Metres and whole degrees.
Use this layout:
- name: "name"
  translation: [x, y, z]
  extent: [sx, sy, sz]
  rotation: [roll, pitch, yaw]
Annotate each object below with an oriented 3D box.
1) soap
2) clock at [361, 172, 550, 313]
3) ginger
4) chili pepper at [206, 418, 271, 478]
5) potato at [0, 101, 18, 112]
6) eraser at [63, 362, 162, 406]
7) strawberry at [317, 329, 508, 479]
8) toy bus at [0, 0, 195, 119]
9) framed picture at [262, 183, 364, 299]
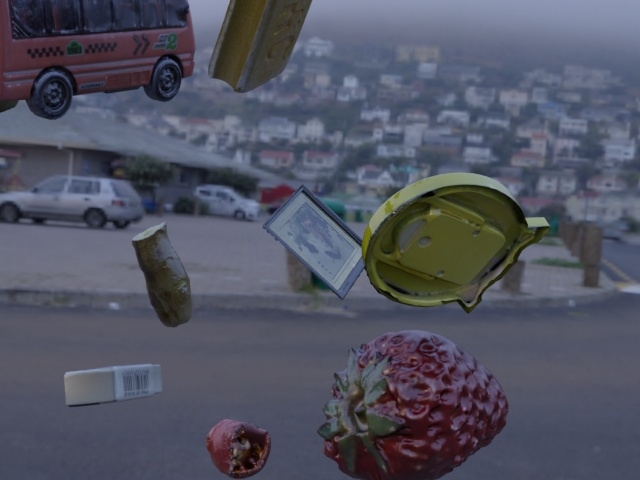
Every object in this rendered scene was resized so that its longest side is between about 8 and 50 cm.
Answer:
- name: "soap"
  translation: [-0.069, -0.333, 1.278]
  extent: [0.073, 0.232, 0.140]
  rotation: [32, 36, 10]
- name: "clock"
  translation: [0.208, -0.002, 1.537]
  extent: [0.294, 0.277, 0.071]
  rotation: [24, 32, -33]
- name: "ginger"
  translation: [-0.376, 0.089, 2.211]
  extent: [0.109, 0.262, 0.116]
  rotation: [-15, 16, 0]
- name: "chili pepper"
  translation: [-0.106, 0.266, 1.175]
  extent: [0.071, 0.073, 0.123]
  rotation: [-20, 2, -21]
- name: "potato"
  translation: [-0.645, -0.362, 1.537]
  extent: [0.270, 0.255, 0.112]
  rotation: [25, 43, 4]
- name: "eraser"
  translation: [-0.471, 0.331, 2.097]
  extent: [0.124, 0.081, 0.279]
  rotation: [-8, -7, 11]
- name: "strawberry"
  translation: [0.197, 0.327, 1.690]
  extent: [0.345, 0.317, 0.295]
  rotation: [19, 28, -28]
- name: "toy bus"
  translation: [-0.396, -0.334, 1.433]
  extent: [0.203, 0.232, 0.427]
  rotation: [17, 23, 30]
- name: "framed picture"
  translation: [0.000, 0.000, 1.661]
  extent: [0.195, 0.010, 0.199]
  rotation: [43, 33, -3]
